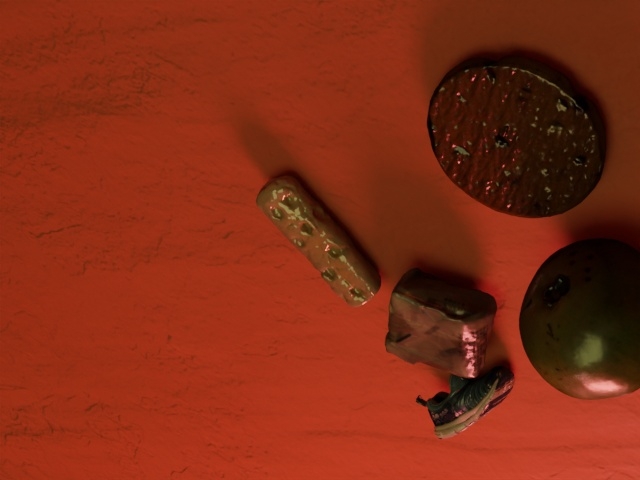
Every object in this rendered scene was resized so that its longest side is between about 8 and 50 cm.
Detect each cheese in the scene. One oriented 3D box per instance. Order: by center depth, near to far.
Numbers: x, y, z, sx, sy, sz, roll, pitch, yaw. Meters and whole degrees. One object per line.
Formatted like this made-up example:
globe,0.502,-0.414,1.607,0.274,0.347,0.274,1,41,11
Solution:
cheese,0.000,0.000,2.039,0.065,0.043,0.194,-25,111,44

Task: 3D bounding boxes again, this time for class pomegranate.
pomegranate,0.321,0.103,1.839,0.210,0.179,0.179,41,137,-8

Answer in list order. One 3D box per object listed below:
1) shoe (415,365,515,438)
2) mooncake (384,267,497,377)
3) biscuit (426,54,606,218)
shoe,0.185,0.192,2.090,0.071,0.064,0.143,54,131,5
mooncake,0.145,0.100,2.017,0.130,0.073,0.125,22,139,15
biscuit,0.213,-0.112,1.816,0.212,0.036,0.212,18,136,18
